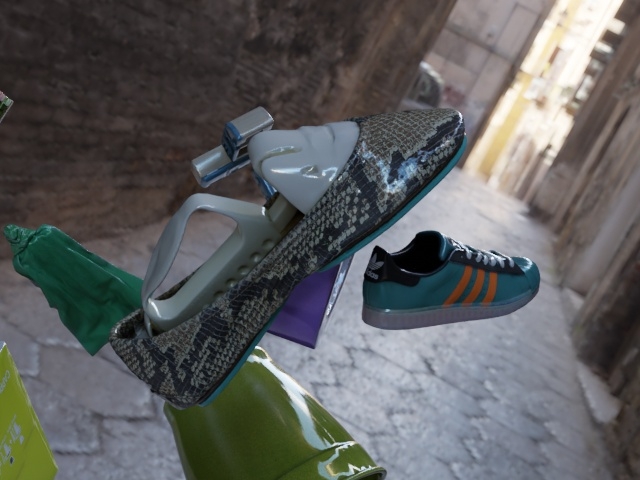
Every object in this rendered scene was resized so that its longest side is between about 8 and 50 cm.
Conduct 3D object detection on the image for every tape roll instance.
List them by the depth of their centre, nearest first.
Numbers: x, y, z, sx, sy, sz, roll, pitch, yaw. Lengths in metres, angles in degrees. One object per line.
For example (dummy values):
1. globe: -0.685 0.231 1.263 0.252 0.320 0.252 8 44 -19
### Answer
1. tape roll: 0.000 0.000 1.346 0.090 0.274 0.275 19 7 5

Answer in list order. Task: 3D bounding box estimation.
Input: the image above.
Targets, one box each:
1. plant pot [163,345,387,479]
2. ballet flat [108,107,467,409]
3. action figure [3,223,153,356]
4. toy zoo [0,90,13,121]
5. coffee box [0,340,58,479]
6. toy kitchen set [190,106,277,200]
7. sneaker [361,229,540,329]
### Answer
1. plant pot: -0.121 0.406 1.988 0.353 0.366 0.366 54 18 21
2. ballet flat: -0.061 -0.006 1.137 0.182 0.483 0.164 39 18 -22
3. action figure: -0.356 0.048 1.443 0.063 0.137 0.232 28 -15 50
4. toy zoo: -0.626 -0.194 1.790 0.030 0.192 0.293 32 -5 -4
5. coffee box: -0.746 0.437 1.959 0.334 0.338 0.337 -8 27 8
6. toy kitchen set: -0.117 -0.100 1.669 0.166 0.122 0.207 60 -12 4
7. sneaker: 0.196 0.044 1.466 0.302 0.121 0.108 -9 23 -29
